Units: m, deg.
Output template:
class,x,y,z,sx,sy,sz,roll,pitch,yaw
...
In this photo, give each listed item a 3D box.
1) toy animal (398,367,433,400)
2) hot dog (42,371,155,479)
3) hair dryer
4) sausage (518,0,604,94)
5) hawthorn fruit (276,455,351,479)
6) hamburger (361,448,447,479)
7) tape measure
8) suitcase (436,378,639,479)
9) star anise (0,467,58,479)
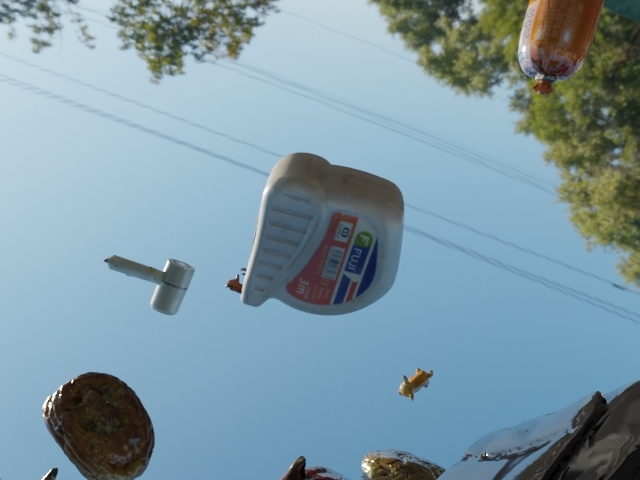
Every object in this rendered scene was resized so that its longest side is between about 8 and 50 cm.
class,x,y,z,sx,sy,sz,roll,pitch,yaw
toy animal,0.219,0.331,1.420,0.083,0.081,0.060,-4,-113,-60
hot dog,-0.500,0.428,1.406,0.196,0.122,0.272,-29,-111,-39
hair dryer,-0.275,0.059,0.968,0.137,0.082,0.047,23,-176,-24
sausage,0.248,-0.253,0.610,0.071,0.234,0.071,18,175,2
hawthorn fruit,-0.005,0.605,1.224,0.311,0.295,0.295,44,-162,-26
hamburger,0.245,0.652,1.676,0.265,0.134,0.285,5,173,29
tape measure,0.000,0.000,1.001,0.265,0.258,0.130,15,-148,-3
suitcase,0.192,0.274,0.530,0.339,0.345,0.188,-35,-105,-21
star anise,-0.246,0.251,0.513,0.141,0.141,0.042,23,-160,6
